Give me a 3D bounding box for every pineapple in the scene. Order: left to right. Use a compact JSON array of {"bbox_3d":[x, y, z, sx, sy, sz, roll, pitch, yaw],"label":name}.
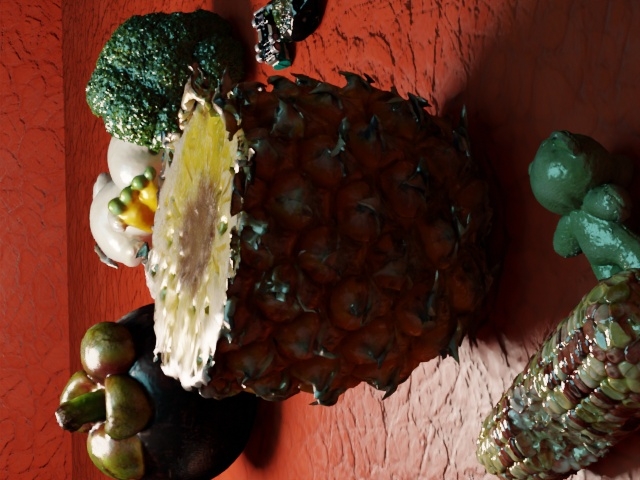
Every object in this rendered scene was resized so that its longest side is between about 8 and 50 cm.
[{"bbox_3d":[0.000,-0.003,1.113,0.352,0.300,0.352,177,90,-69],"label":"pineapple"}]

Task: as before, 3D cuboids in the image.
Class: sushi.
[{"bbox_3d":[-0.034,-0.302,1.501,0.083,0.056,0.084,60,145,36],"label":"sushi"}]

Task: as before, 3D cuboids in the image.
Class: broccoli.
[{"bbox_3d":[-0.234,-0.238,1.801,0.269,0.241,0.261,-8,48,42],"label":"broccoli"}]

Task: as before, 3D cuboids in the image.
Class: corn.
[{"bbox_3d":[0.198,0.122,0.906,0.290,0.098,0.098,118,144,-53],"label":"corn"}]

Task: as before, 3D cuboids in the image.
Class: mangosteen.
[{"bbox_3d":[-0.245,0.238,1.766,0.300,0.300,0.300,178,90,-68],"label":"mangosteen"}]

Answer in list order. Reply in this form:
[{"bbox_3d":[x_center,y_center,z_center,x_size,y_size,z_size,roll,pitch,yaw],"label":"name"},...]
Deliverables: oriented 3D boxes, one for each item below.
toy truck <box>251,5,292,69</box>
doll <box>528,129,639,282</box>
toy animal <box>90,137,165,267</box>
[{"bbox_3d":[-0.064,-0.276,1.589,0.039,0.044,0.083,-26,66,43],"label":"toy truck"},{"bbox_3d":[0.219,-0.018,0.897,0.150,0.078,0.115,63,164,10],"label":"doll"},{"bbox_3d":[-0.295,-0.116,1.988,0.247,0.183,0.310,-120,35,-49],"label":"toy animal"}]
